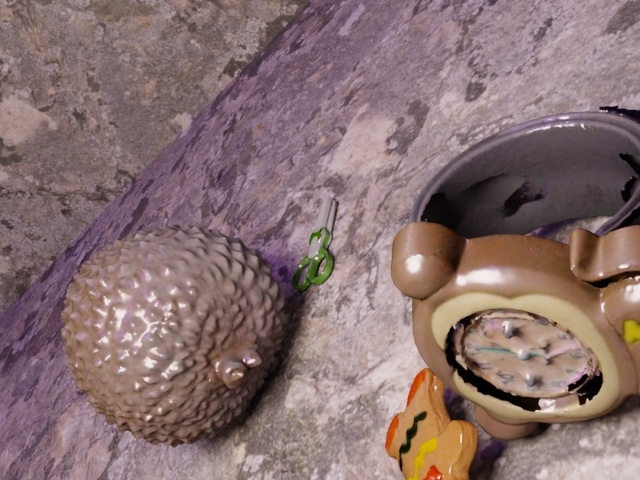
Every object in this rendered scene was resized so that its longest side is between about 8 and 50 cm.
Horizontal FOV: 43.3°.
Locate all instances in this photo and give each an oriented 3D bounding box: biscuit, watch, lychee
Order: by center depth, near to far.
[{"bbox_3d":[0.273,0.012,0.886,0.335,0.314,0.327,-8,40,35],"label":"watch"},{"bbox_3d":[0.132,0.268,0.950,0.250,0.036,0.165,-107,34,-58],"label":"biscuit"},{"bbox_3d":[-0.251,0.149,1.386,0.432,0.380,0.380,20,75,45],"label":"lychee"}]

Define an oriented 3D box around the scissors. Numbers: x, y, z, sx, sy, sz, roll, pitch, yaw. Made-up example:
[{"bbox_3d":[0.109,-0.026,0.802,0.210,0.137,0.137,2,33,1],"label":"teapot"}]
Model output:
[{"bbox_3d":[0.000,0.000,1.523,0.101,0.027,0.204,-22,43,43],"label":"scissors"}]
